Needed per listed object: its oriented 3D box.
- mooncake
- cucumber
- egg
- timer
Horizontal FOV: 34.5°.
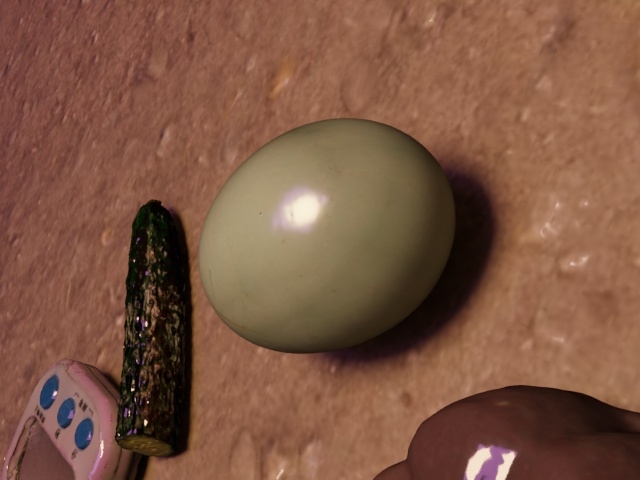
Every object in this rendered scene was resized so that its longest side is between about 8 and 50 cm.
[{"bbox_3d":[0.118,0.202,0.576,0.245,0.133,0.245,-19,66,49],"label":"mooncake"},{"bbox_3d":[-0.169,0.074,1.052,0.067,0.067,0.293,-33,48,39],"label":"cucumber"},{"bbox_3d":[0.000,0.000,0.785,0.231,0.168,0.168,-30,51,44],"label":"egg"},{"bbox_3d":[-0.265,0.235,1.090,0.208,0.069,0.190,29,96,52],"label":"timer"}]
